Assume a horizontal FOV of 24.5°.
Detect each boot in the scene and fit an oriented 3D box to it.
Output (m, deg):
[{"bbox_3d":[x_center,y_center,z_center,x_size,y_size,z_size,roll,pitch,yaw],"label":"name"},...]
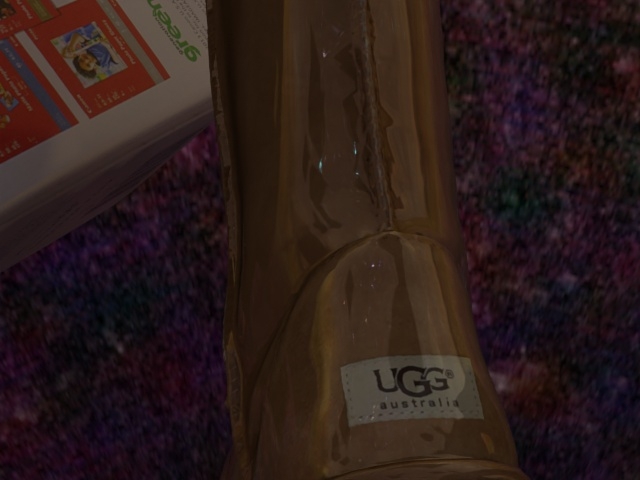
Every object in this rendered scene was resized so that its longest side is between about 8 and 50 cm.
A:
[{"bbox_3d":[0.000,0.000,0.462,0.089,0.236,0.269,3,61,-16],"label":"boot"}]

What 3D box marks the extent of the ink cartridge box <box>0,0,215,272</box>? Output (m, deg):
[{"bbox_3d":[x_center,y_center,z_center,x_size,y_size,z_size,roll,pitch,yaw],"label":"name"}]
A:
[{"bbox_3d":[-0.211,-0.120,0.557,0.309,0.130,0.272,53,35,-1],"label":"ink cartridge box"}]
